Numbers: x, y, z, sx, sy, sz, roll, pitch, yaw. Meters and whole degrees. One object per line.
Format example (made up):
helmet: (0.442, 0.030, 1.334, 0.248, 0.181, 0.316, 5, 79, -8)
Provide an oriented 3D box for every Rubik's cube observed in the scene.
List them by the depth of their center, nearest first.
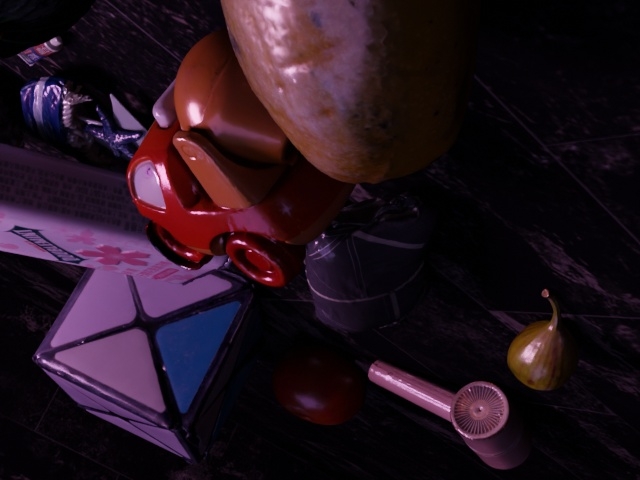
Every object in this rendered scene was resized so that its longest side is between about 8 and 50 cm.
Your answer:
Rubik's cube: (-0.291, 0.194, 1.740, 0.310, 0.305, 0.307, 24, 158, 11)

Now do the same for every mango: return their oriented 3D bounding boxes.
mango: (0.017, -0.180, 0.610, 0.177, 0.175, 0.329, 0, 138, 5)

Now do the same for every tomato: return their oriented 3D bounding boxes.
tomato: (-0.003, 0.286, 1.854, 0.195, 0.136, 0.195, 22, 160, 8)

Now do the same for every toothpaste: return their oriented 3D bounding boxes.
toothpaste: (-0.332, -0.226, 1.109, 0.037, 0.021, 0.140, 43, 158, -29)

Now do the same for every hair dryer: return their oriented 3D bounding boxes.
hair dryer: (0.206, 0.282, 1.687, 0.344, 0.106, 0.189, 23, 165, 35)

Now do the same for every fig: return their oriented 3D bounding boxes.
fig: (0.284, 0.134, 1.180, 0.093, 0.093, 0.166, 21, 159, 13)

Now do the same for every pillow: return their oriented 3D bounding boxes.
pillow: (0.063, 0.035, 1.143, 0.162, 0.092, 0.335, -12, 154, -1)

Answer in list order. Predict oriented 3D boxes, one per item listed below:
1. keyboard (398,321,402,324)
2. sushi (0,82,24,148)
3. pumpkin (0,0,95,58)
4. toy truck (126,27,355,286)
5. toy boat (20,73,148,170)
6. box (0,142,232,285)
keyboard: (0.089, 0.090, 1.423, 0.053, 0.010, 0.155, 16, 159, 22)
sushi: (-0.500, -0.163, 1.311, 0.126, 0.136, 0.225, 18, 152, 14)
pumpkin: (-0.288, -0.262, 0.718, 0.248, 0.248, 0.248, 22, 161, 8)
toy truck: (-0.090, -0.098, 0.912, 0.265, 0.189, 0.239, 9, 145, 40)
toy boat: (-0.244, -0.137, 1.172, 0.292, 0.070, 0.210, 9, 160, 31)
box: (-0.307, -0.031, 1.281, 0.370, 0.112, 0.190, 12, 162, -31)
